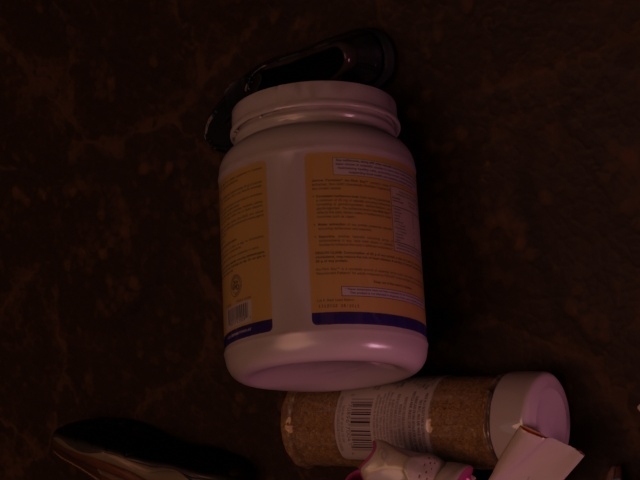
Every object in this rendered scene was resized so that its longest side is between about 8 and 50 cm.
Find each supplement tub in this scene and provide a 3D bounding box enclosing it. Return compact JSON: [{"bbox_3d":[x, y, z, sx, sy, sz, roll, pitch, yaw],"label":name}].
[{"bbox_3d":[0.000,0.000,1.807,0.241,0.241,0.331,-14,71,35],"label":"supplement tub"}]

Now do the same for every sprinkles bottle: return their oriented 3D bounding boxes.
[{"bbox_3d":[0.123,0.222,1.858,0.355,0.121,0.121,-4,94,35],"label":"sprinkles bottle"}]

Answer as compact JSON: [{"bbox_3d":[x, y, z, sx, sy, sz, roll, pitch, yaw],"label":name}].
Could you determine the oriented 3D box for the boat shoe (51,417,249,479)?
[{"bbox_3d":[-0.246,0.339,2.130,0.324,0.122,0.120,13,107,33],"label":"boat shoe"}]

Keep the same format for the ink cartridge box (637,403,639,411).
[{"bbox_3d":[0.406,0.202,1.717,0.083,0.028,0.048,48,119,19],"label":"ink cartridge box"}]

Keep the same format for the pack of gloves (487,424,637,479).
[{"bbox_3d":[0.266,0.341,1.746,0.195,0.046,0.232,25,124,-2],"label":"pack of gloves"}]

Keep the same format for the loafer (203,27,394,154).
[{"bbox_3d":[-0.048,-0.192,1.933,0.302,0.095,0.109,-24,82,34],"label":"loafer"}]

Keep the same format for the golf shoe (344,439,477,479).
[{"bbox_3d":[0.088,0.333,1.846,0.140,0.115,0.306,26,142,5],"label":"golf shoe"}]

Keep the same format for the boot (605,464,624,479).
[{"bbox_3d":[0.314,0.318,1.789,0.087,0.042,0.118,4,98,36],"label":"boot"}]
